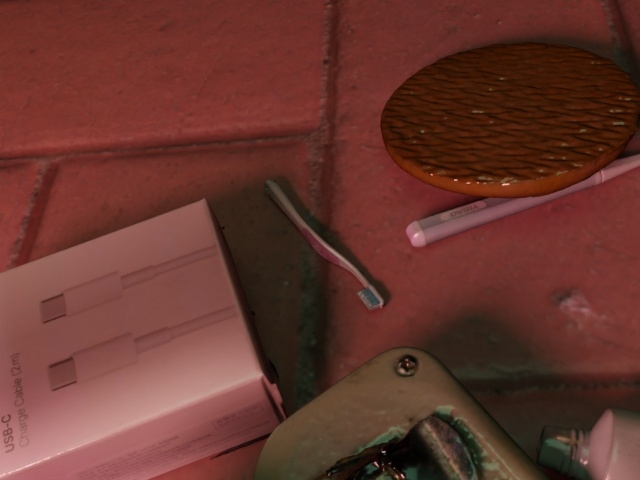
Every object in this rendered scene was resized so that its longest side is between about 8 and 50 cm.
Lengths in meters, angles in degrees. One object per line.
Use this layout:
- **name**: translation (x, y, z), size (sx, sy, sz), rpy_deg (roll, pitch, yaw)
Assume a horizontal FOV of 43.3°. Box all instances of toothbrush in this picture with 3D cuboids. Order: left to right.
- **toothbrush**: translation (0.000, 0.000, 0.797), size (0.022, 0.017, 0.204), rpy_deg (-19, 49, -28)
- **toothbrush**: translation (0.246, -0.059, 0.783), size (0.342, 0.030, 0.025), rpy_deg (-20, 46, -2)

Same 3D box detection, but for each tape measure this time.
- **tape measure**: translation (0.064, 0.205, 0.560), size (0.207, 0.115, 0.235), rpy_deg (-31, 53, -16)

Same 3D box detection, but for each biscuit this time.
- **biscuit**: translation (0.191, -0.126, 0.825), size (0.261, 0.037, 0.262), rpy_deg (-9, 40, 7)

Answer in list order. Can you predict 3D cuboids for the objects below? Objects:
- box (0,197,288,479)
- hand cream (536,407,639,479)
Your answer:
- **box**: translation (-0.177, 0.101, 0.700), size (0.251, 0.106, 0.203), rpy_deg (-20, 53, -3)
- **hand cream**: translation (0.322, 0.189, 0.561), size (0.340, 0.078, 0.124), rpy_deg (14, 55, 12)
